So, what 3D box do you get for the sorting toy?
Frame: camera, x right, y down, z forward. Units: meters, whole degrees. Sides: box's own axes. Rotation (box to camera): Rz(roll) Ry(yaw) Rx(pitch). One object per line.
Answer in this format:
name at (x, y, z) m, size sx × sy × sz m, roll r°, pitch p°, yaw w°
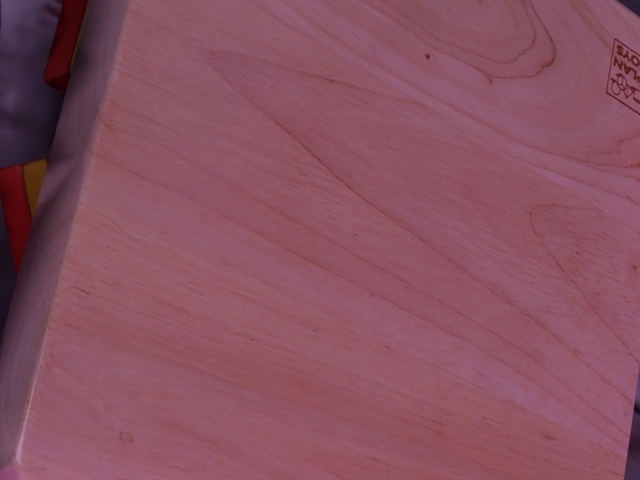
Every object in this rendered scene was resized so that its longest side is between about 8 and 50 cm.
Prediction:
sorting toy at (0.000, 0.000, 0.693) m, size 0.257 × 0.089 × 0.255 m, roll 27°, pitch 65°, yaw -37°
